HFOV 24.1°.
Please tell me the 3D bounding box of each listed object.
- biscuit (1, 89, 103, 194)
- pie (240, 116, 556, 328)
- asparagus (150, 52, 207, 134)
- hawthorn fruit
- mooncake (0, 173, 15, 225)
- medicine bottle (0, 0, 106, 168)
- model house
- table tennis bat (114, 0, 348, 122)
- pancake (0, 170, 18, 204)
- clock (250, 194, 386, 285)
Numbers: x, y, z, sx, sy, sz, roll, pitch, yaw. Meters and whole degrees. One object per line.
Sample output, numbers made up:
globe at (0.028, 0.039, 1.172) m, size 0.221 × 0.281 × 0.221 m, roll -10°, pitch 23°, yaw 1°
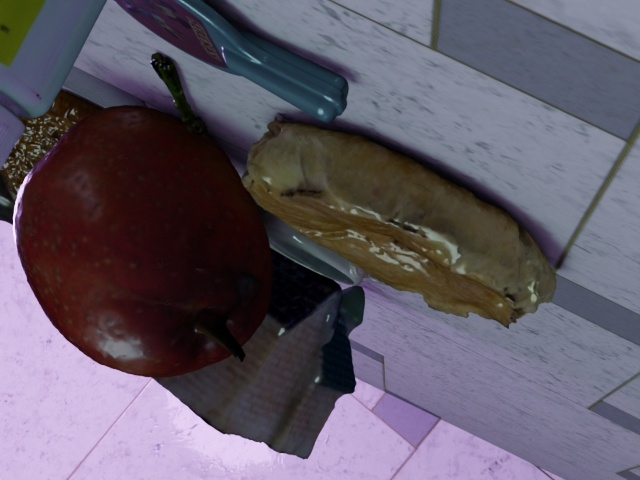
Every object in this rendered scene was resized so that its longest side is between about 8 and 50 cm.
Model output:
biscuit at (-0.318, -0.077, 1.999) m, size 0.305 × 0.038 × 0.305 m, roll 22°, pitch 143°, yaw 18°
pie at (0.073, -0.013, 1.459) m, size 0.339 × 0.083 × 0.339 m, roll 29°, pitch 170°, yaw 6°
asparagus at (-0.144, -0.146, 1.555) m, size 0.233 × 0.023 × 0.022 m, roll 68°, pitch -177°, yaw -76°
hawthorn fruit at (-0.178, 0.024, 1.671) m, size 0.284 × 0.285 × 0.369 m, roll 37°, pitch -170°, yaw -48°
mooncake at (-0.501, -0.123, 2.304) m, size 0.290 × 0.161 × 0.290 m, roll 25°, pitch 173°, yaw 3°
medicine bottle at (-0.232, -0.163, 1.054) m, size 0.139 × 0.225 × 0.139 m, roll 26°, pitch 172°, yaw 4°
model house at (-0.071, 0.133, 2.135) m, size 0.243 × 0.284 × 0.298 m, roll 38°, pitch -177°, yaw 26°
table tennis bat at (-0.083, -0.166, 1.223) m, size 0.244 × 0.040 × 0.153 m, roll 30°, pitch 171°, yaw 15°
pancake at (-0.334, -0.076, 2.077) m, size 0.286 × 0.033 × 0.288 m, roll 9°, pitch 135°, yaw 29°
clock at (0.000, 0.000, 1.819) m, size 0.191 × 0.062 × 0.151 m, roll 32°, pitch 170°, yaw -27°
